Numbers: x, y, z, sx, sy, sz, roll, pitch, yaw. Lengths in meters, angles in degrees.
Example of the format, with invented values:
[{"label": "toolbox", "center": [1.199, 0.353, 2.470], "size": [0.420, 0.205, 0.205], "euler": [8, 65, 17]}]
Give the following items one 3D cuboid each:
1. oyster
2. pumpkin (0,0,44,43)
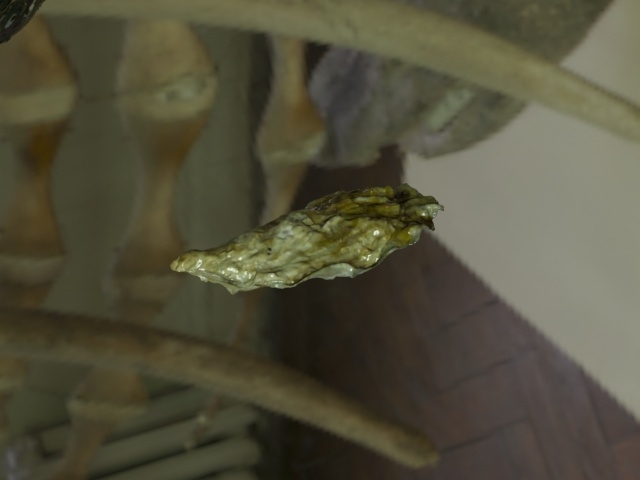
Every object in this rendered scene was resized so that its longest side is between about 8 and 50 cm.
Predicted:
[{"label": "oyster", "center": [0.000, 0.000, 0.985], "size": [0.121, 0.146, 0.045], "euler": [-33, -76, -76]}, {"label": "pumpkin", "center": [-0.215, -0.168, 0.872], "size": [0.190, 0.190, 0.146], "euler": [57, 136, 34]}]
